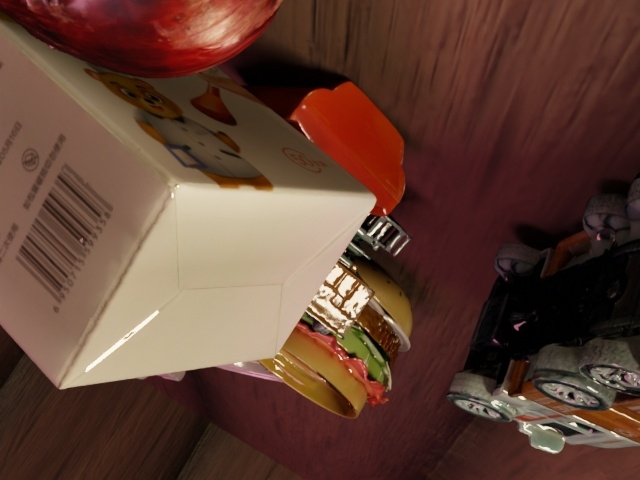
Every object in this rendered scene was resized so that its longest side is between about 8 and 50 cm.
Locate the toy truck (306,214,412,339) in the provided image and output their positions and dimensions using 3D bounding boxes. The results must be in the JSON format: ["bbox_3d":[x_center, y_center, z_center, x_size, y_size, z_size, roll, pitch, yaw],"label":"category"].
[{"bbox_3d":[-0.001,-0.001,1.032,0.080,0.115,0.178,38,-175,-20],"label":"toy truck"}]

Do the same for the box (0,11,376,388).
[{"bbox_3d":[-0.165,-0.074,0.779,0.341,0.143,0.225,42,-160,24],"label":"box"}]

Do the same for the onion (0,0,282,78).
[{"bbox_3d":[-0.142,-0.188,0.606,0.272,0.195,0.272,42,165,14],"label":"onion"}]

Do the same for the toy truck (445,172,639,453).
[{"bbox_3d":[0.219,0.078,0.821,0.184,0.133,0.338,25,162,-9],"label":"toy truck"}]

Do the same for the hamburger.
[{"bbox_3d":[0.016,0.083,1.176,0.175,0.137,0.175,35,163,12],"label":"hamburger"}]

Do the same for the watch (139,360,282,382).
[{"bbox_3d":[-0.097,0.075,1.334,0.217,0.211,0.248,9,166,12],"label":"watch"}]

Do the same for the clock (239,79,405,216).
[{"bbox_3d":[-0.011,-0.079,0.909,0.113,0.061,0.155,44,163,-28],"label":"clock"}]
